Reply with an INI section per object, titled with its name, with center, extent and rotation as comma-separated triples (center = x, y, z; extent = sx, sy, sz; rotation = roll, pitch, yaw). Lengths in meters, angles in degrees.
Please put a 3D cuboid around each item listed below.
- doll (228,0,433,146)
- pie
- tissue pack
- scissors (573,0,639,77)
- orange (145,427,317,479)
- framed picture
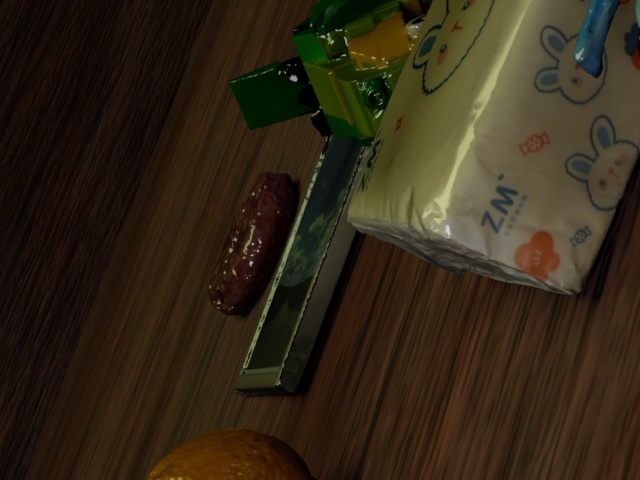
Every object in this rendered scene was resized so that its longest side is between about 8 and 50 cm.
[doll]
center = 0.036, -0.110, 0.880
extent = 0.134, 0.106, 0.186
rotation = -29, 22, -18
[pie]
center = -0.067, 0.004, 1.279
extent = 0.154, 0.036, 0.154
rotation = -158, 90, -78
[tissue pack]
center = 0.097, -0.079, 0.637
extent = 0.196, 0.092, 0.148
rotation = -68, 15, -3
[scissors]
center = 0.198, -0.235, 0.506
extent = 0.180, 0.032, 0.393
rotation = 33, 92, 44
[orange]
center = -0.055, 0.172, 0.768
extent = 0.136, 0.117, 0.135
rotation = -57, 11, 18
[framed picture]
center = 0.000, 0.000, 1.060
extent = 0.189, 0.023, 0.260
rotation = 156, 135, -75
